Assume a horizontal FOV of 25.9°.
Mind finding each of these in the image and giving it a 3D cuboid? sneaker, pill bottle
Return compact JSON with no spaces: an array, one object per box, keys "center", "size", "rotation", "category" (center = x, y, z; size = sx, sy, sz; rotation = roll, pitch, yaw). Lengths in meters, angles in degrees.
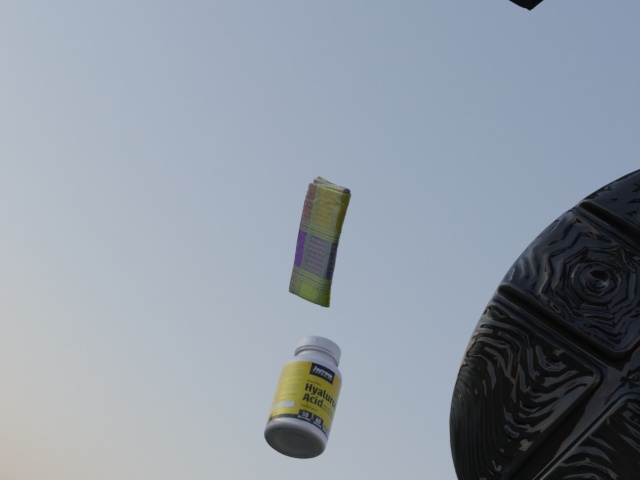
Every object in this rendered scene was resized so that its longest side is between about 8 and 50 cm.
[{"center":[0.245,0.045,0.891],"size":[0.169,0.447,0.257],"rotation":[34,-23,21],"category":"sneaker"},{"center":[-0.014,0.156,1.405],"size":[0.065,0.116,0.065],"rotation":[9,-39,7],"category":"pill bottle"}]

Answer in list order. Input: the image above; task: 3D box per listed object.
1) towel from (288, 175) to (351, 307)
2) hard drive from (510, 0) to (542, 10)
[{"center":[0.000,0.000,0.942],"size":[0.009,0.083,0.060],"rotation":[8,6,-27],"category":"towel"},{"center":[0.138,-0.307,1.112],"size":[0.254,0.054,0.172],"rotation":[30,-51,-31],"category":"hard drive"}]
